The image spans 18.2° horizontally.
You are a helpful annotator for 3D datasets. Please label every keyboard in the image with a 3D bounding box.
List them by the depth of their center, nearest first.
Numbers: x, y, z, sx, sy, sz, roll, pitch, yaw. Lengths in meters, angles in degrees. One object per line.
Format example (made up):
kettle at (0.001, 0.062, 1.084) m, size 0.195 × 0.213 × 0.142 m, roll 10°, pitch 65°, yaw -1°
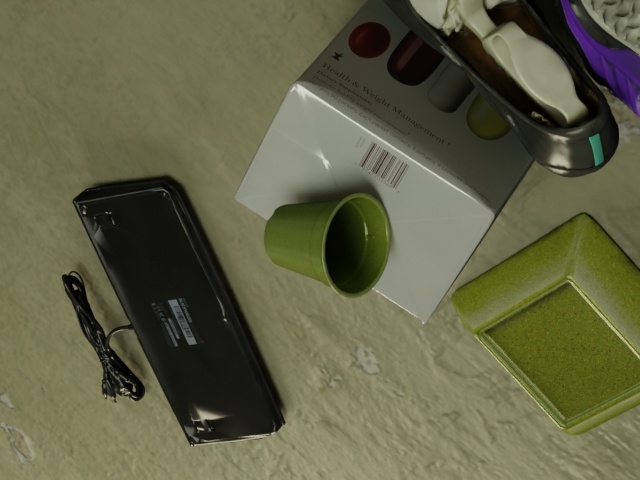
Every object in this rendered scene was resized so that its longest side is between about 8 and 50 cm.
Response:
keyboard at (-0.171, 0.081, 2.057) m, size 0.201 × 0.033 × 0.317 m, roll -8°, pitch 118°, yaw 27°

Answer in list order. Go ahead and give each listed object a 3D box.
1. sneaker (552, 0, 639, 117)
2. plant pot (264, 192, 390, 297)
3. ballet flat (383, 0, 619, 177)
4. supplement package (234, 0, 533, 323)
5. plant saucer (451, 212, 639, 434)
sneaker at (0.289, -0.126, 1.572) m, size 0.293 × 0.102 × 0.146 m, roll 48°, pitch 168°, yaw -11°
plant pot at (0.000, 0.000, 1.587) m, size 0.079 × 0.083 × 0.083 m, roll 8°, pitch 128°, yaw 41°
ballet flat at (0.141, -0.172, 1.590) m, size 0.280 × 0.095 × 0.096 m, roll 48°, pitch 172°, yaw 16°
supplement package at (0.074, -0.082, 1.668) m, size 0.194 × 0.203 × 0.149 m, roll 34°, pitch 133°, yaw 3°
plant saucer at (0.231, 0.092, 1.818) m, size 0.188 × 0.045 × 0.188 m, roll 47°, pitch 134°, yaw -9°
